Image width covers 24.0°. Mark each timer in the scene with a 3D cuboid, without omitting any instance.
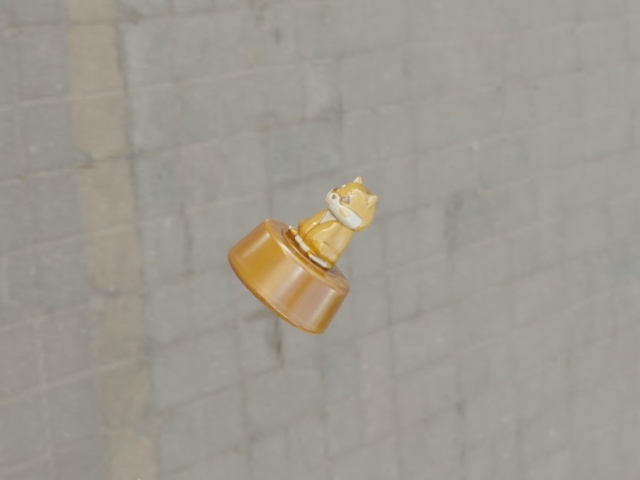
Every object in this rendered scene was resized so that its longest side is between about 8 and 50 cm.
[{"bbox_3d":[0.000,0.000,1.553,0.152,0.132,0.132,-49,140,11],"label":"timer"}]

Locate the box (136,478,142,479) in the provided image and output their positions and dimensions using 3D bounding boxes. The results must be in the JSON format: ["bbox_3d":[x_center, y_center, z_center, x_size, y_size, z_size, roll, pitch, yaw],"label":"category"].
[{"bbox_3d":[-0.211,0.415,1.853,0.116,0.274,0.203,24,82,-8],"label":"box"}]
